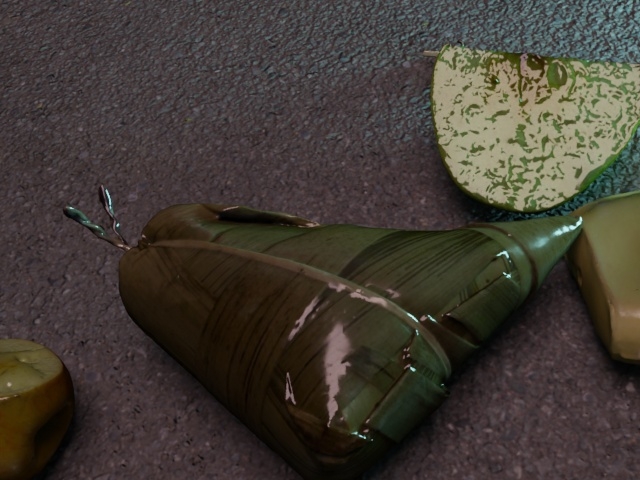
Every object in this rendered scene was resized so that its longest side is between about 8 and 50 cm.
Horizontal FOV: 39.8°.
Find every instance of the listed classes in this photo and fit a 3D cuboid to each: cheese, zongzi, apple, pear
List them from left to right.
[{"bbox_3d":[-0.396,0.207,1.074,0.173,0.160,0.195,24,20,10],"label":"apple"},{"bbox_3d":[0.002,0.014,1.130,0.500,0.218,0.467,35,59,29],"label":"zongzi"},{"bbox_3d":[0.290,-0.134,1.241,0.288,0.139,0.239,9,68,13],"label":"pear"},{"bbox_3d":[0.470,0.030,1.076,0.315,0.128,0.260,-7,49,3],"label":"cheese"}]

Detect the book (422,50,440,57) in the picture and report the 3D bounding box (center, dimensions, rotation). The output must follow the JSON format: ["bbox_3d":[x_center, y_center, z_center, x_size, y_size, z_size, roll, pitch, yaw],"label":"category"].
[{"bbox_3d":[0.231,-0.285,1.370,0.118,0.012,0.172,8,13,16],"label":"book"}]
